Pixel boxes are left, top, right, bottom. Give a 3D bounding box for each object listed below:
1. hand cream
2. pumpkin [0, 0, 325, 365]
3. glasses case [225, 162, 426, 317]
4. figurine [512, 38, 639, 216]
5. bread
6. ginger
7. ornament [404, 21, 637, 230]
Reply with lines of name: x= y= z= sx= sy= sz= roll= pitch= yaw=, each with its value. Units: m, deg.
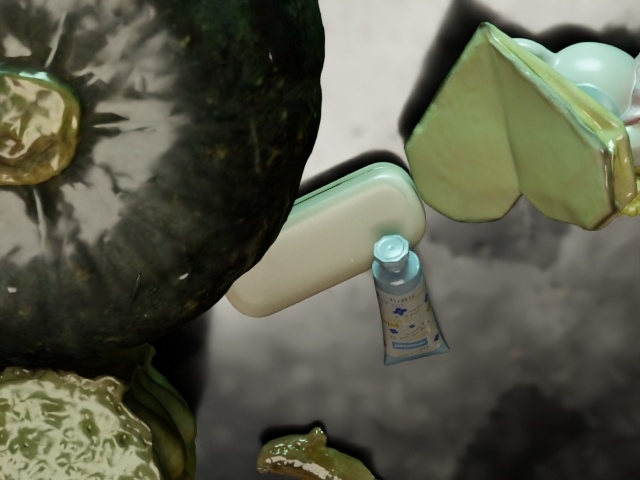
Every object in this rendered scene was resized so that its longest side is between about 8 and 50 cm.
hand cream: x=0.076 y=0.059 z=1.192 sx=0.065 sy=0.043 sz=0.170 roll=-12 pitch=141 yaw=4
pumpkin: x=-0.216 y=-0.128 z=0.982 sx=0.454 sy=0.344 sz=0.454 roll=-3 pitch=107 yaw=-8
glasses case: x=0.000 y=0.000 z=1.189 sx=0.196 sy=0.050 sz=0.083 roll=-24 pitch=106 yaw=7
figurine: x=0.251 y=-0.102 z=1.128 sx=0.235 sy=0.127 sz=0.155 roll=6 pitch=116 yaw=9
bread: x=-0.215 y=0.178 z=1.133 sx=0.196 sy=0.252 sz=0.238 roll=-30 pitch=100 yaw=-3
ginger: x=0.007 y=0.223 z=1.275 sx=0.137 sy=0.044 sz=0.057 roll=28 pitch=125 yaw=-9
ornament: x=0.158 y=-0.096 z=1.089 sx=0.201 sy=0.059 sz=0.180 roll=6 pitch=120 yaw=43
